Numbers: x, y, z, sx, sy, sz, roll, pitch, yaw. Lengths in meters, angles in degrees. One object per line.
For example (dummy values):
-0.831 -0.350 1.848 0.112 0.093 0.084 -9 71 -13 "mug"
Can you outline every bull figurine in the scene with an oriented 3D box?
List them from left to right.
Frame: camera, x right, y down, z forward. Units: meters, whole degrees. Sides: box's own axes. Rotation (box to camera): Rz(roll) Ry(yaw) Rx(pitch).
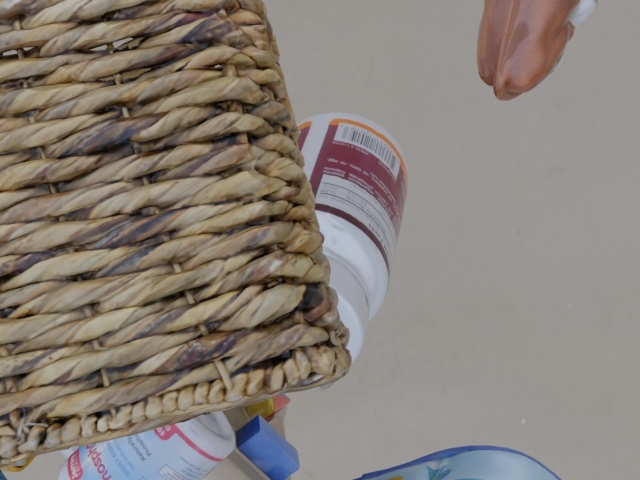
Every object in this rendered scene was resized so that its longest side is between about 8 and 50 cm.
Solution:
0.224 -0.292 0.867 0.101 0.188 0.310 26 121 22 "bull figurine"

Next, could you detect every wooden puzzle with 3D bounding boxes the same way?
-0.138 0.251 1.392 0.080 0.348 0.322 -37 111 13 "wooden puzzle"

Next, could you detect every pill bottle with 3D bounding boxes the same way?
-0.153 0.187 0.729 0.160 0.087 0.087 -43 91 4 "pill bottle"
0.000 0.000 1.304 0.224 0.392 0.224 7 128 9 "pill bottle"

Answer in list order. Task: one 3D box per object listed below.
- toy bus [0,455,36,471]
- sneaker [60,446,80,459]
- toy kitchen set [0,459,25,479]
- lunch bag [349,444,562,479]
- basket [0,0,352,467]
-0.597 0.361 1.697 0.332 0.130 0.108 -16 118 50 "toy bus"
-0.580 0.408 1.984 0.094 0.080 0.212 -22 94 42 "sneaker"
-0.338 0.211 1.071 0.166 0.207 0.122 -8 125 17 "toy kitchen set"
0.060 0.200 0.444 0.219 0.090 0.176 -29 110 40 "lunch bag"
-0.150 0.003 0.479 0.299 0.213 0.223 -15 81 -2 "basket"
